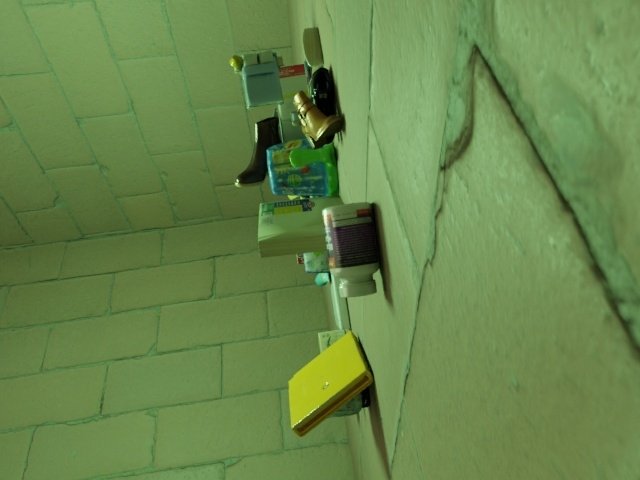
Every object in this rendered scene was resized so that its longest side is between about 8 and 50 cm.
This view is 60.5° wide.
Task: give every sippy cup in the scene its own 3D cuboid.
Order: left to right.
[{"bbox_3d":[-0.066,-0.249,1.876,0.305,0.224,0.240,87,174,-51],"label":"sippy cup"}]

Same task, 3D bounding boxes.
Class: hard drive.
[{"bbox_3d":[0.064,0.169,2.210,0.233,0.047,0.352,133,129,-86],"label":"hard drive"}]

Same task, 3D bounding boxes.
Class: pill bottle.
[{"bbox_3d":[0.068,0.021,1.170,0.108,0.108,0.193,154,108,-87],"label":"pill bottle"}]

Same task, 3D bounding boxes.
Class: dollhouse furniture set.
[{"bbox_3d":[-0.143,-0.530,1.823,0.198,0.304,0.286,90,171,-75],"label":"dollhouse furniture set"}]

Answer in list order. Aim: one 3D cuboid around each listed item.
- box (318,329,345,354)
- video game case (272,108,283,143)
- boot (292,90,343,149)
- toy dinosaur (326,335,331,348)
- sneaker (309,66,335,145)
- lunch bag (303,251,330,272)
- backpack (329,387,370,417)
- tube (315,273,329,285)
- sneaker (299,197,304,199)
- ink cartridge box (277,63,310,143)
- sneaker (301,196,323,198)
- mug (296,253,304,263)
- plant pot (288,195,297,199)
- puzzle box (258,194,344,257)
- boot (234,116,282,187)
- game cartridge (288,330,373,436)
[{"bbox_3d":[0.071,0.560,2.400,0.148,0.121,0.311,91,171,-67],"label":"box"},{"bbox_3d":[-0.126,-0.463,2.370,0.274,0.196,0.026,-84,20,-50],"label":"video game case"},{"bbox_3d":[-0.018,-0.347,1.512,0.152,0.073,0.197,65,157,1],"label":"boot"},{"bbox_3d":[0.097,0.502,2.150,0.160,0.121,0.313,105,164,-51],"label":"toy dinosaur"},{"bbox_3d":[0.002,-0.389,1.589,0.121,0.079,0.216,-172,75,-87],"label":"sneaker"},{"bbox_3d":[0.020,0.031,1.701,0.096,0.151,0.128,-109,11,-73],"label":"lunch bag"},{"bbox_3d":[0.066,0.516,1.818,0.152,0.182,0.115,-141,43,-84],"label":"backpack"},{"bbox_3d":[0.016,0.144,2.235,0.207,0.052,0.080,114,141,-75],"label":"tube"},{"bbox_3d":[-0.016,-0.181,2.174,0.109,0.124,0.295,116,168,-57],"label":"sneaker"},{"bbox_3d":[-0.078,-0.462,2.123,0.279,0.161,0.384,84,176,-45],"label":"ink cartridge box"},{"bbox_3d":[0.001,-0.060,1.988,0.112,0.131,0.318,88,173,-60],"label":"sneaker"},{"bbox_3d":[0.001,0.007,1.813,0.113,0.169,0.150,86,175,-57],"label":"mug"},{"bbox_3d":[-0.111,-0.325,2.544,0.254,0.254,0.238,-148,35,-86],"label":"plant pot"},{"bbox_3d":[-0.049,-0.053,1.657,0.409,0.272,0.052,-104,8,-71],"label":"puzzle box"},{"bbox_3d":[-0.223,-0.313,1.937,0.248,0.090,0.206,-37,-47,-45],"label":"boot"},{"bbox_3d":[0.023,0.443,1.745,0.052,0.285,0.323,51,-176,-11],"label":"game cartridge"}]
